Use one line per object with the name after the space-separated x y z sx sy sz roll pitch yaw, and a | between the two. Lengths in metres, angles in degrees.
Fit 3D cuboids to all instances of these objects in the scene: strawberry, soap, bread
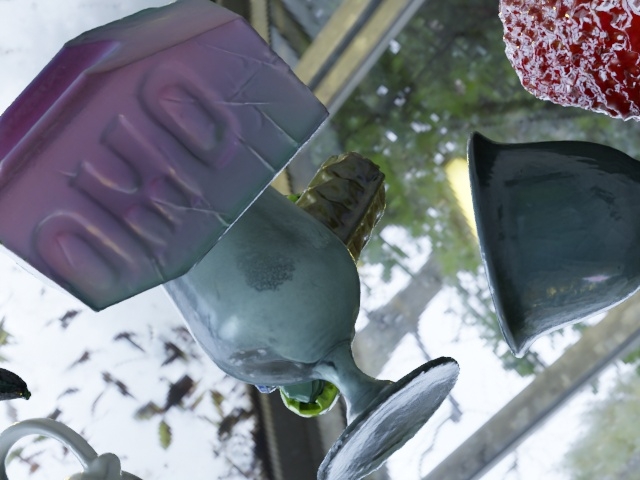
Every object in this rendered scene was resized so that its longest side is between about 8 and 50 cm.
0.327 -0.213 1.144 0.312 0.351 0.267 31 -122 -27 | strawberry
-0.082 -0.036 0.534 0.100 0.149 0.056 45 175 -33 | soap
0.000 -0.001 1.390 0.087 0.098 0.269 8 -145 20 | bread

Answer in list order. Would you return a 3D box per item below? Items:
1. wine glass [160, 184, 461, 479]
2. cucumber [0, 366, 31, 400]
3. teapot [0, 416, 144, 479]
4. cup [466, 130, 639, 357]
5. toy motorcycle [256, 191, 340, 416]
-0.035 0.026 0.707 0.231 0.103 0.103 44 -146 23 | wine glass
-0.298 0.105 0.885 0.036 0.184 0.033 -49 -46 -84 | cucumber
-0.202 0.296 1.108 0.299 0.166 0.208 60 -154 7 | teapot
0.218 -0.011 1.042 0.199 0.150 0.199 -12 -90 -76 | cup
-0.061 0.094 1.820 0.191 0.200 0.326 51 -138 -70 | toy motorcycle
